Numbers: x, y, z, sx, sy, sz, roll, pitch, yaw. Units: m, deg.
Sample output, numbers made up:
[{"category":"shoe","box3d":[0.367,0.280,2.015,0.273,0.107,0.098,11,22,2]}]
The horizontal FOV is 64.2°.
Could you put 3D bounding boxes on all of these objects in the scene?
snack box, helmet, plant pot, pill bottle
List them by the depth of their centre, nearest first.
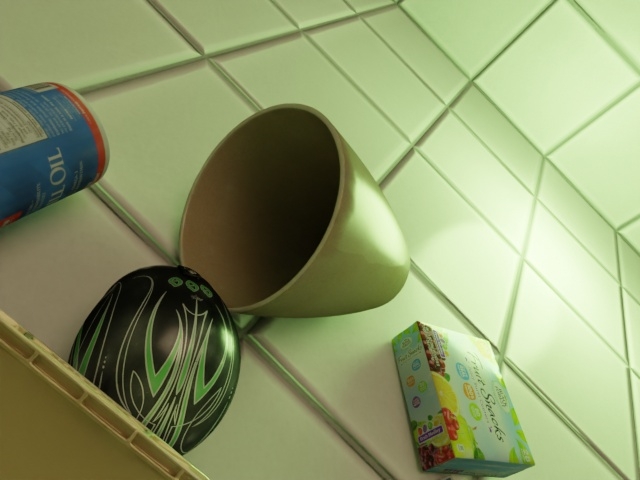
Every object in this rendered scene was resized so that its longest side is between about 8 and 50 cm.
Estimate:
[{"category":"helmet","box3d":[-0.155,0.121,0.482,0.169,0.169,0.161,23,26,-27]},{"category":"pill bottle","box3d":[-0.333,-0.073,0.504,0.124,0.124,0.221,45,39,-2]},{"category":"plant pot","box3d":[0.000,0.000,0.688,0.274,0.256,0.256,29,38,-48]},{"category":"snack box","box3d":[0.212,0.241,0.777,0.174,0.070,0.207,20,43,-30]}]

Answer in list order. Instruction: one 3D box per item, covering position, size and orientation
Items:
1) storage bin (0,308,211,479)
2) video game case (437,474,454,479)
[{"category":"storage bin","box3d":[-0.236,0.184,0.289,0.260,0.123,0.262,42,64,-5]},{"category":"video game case","box3d":[0.150,0.364,0.661,0.122,0.011,0.087,4,54,-41]}]
